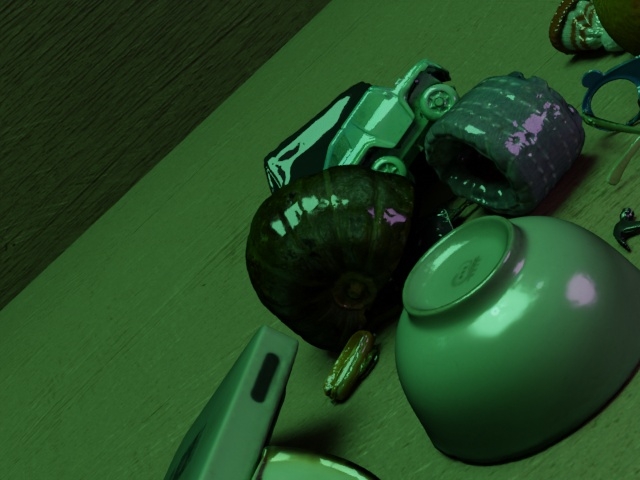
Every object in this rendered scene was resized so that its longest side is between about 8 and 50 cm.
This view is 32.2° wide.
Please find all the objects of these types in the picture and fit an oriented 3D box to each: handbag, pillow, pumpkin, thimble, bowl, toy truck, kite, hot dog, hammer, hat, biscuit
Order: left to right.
[{"bbox_3d":[0.000,0.000,1.792,0.325,0.232,0.242,-59,12,25],"label":"pumpkin"},{"bbox_3d":[0.059,-0.132,2.146,0.302,0.178,0.275,-40,37,6],"label":"handbag"},{"bbox_3d":[0.051,0.197,1.727,0.056,0.041,0.133,-2,52,59],"label":"hot dog"},{"bbox_3d":[0.130,-0.183,1.927,0.279,0.156,0.155,-55,-10,3],"label":"toy truck"},{"bbox_3d":[0.144,0.076,1.806,0.205,0.031,0.138,-25,27,32],"label":"biscuit"},{"bbox_3d":[0.178,0.055,1.705,0.141,0.055,0.208,-43,36,14],"label":"pillow"},{"bbox_3d":[0.230,-0.059,1.921,0.285,0.015,0.152,-42,17,-1],"label":"kite"},{"bbox_3d":[0.227,0.092,1.423,0.354,0.185,0.354,-35,22,17],"label":"bowl"},{"bbox_3d":[0.294,-0.155,1.769,0.172,0.205,0.236,-45,7,-18],"label":"thimble"},{"bbox_3d":[0.495,-0.380,2.000,0.112,0.093,0.162,-67,27,8],"label":"hat"},{"bbox_3d":[0.475,-0.034,1.465,0.201,0.021,0.078,-20,31,45],"label":"hammer"}]

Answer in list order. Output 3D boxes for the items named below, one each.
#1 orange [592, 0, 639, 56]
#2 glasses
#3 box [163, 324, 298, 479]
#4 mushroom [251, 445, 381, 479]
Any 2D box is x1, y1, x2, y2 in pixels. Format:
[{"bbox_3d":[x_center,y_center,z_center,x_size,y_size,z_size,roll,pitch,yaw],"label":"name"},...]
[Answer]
[{"bbox_3d":[0.547,-0.403,1.706,0.274,0.274,0.274,-35,23,17],"label":"orange"},{"bbox_3d":[0.494,-0.175,1.657,0.239,0.102,0.207,-18,60,43],"label":"glasses"},{"bbox_3d":[-0.165,0.347,1.590,0.373,0.090,0.367,-57,7,40],"label":"box"},{"bbox_3d":[-0.008,0.412,1.319,0.292,0.217,0.212,-60,-19,-66],"label":"mushroom"}]
